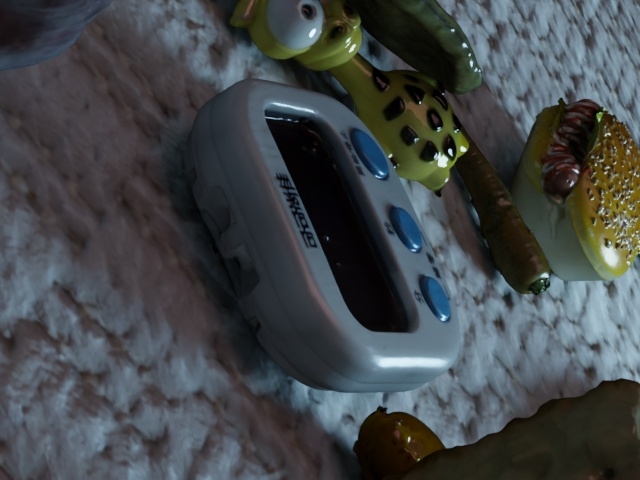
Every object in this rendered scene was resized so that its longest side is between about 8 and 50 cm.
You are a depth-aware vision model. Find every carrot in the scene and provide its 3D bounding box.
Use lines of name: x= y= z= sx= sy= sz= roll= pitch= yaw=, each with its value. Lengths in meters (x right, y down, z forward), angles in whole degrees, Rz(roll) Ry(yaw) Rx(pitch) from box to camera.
carrot: x=0.156 y=-0.053 z=1.905 sx=0.049 sy=0.049 sz=0.254 roll=9 pitch=50 yaw=-55

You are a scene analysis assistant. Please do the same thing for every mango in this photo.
mango: x=0.070 y=0.183 z=1.499 sx=0.127 sy=0.063 sz=0.077 roll=55 pitch=23 yaw=-15

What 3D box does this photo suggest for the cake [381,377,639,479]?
cake: x=0.170 y=0.304 z=1.278 sx=0.293 sy=0.314 sz=0.307 roll=30 pitch=37 yaw=-44

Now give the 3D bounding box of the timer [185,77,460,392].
timer: x=0.001 y=0.000 z=1.549 sx=0.237 sy=0.087 sz=0.262 roll=5 pitch=57 yaw=-57

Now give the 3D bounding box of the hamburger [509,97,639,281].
hamburger: x=0.271 y=-0.052 z=2.004 sx=0.173 sy=0.116 sz=0.210 roll=53 pitch=28 yaw=-14

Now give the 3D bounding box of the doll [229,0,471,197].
doll: x=0.027 y=-0.157 z=1.755 sx=0.291 sy=0.086 sz=0.117 roll=44 pitch=54 yaw=-22

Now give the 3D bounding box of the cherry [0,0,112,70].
cherry: x=-0.228 y=-0.272 z=1.251 sx=0.335 sy=0.291 sz=0.326 roll=-160 pitch=-121 yaw=-69

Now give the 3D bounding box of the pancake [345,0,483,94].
pancake: x=0.059 y=-0.215 z=1.808 sx=0.222 sy=0.042 sz=0.236 roll=41 pitch=-5 yaw=19
